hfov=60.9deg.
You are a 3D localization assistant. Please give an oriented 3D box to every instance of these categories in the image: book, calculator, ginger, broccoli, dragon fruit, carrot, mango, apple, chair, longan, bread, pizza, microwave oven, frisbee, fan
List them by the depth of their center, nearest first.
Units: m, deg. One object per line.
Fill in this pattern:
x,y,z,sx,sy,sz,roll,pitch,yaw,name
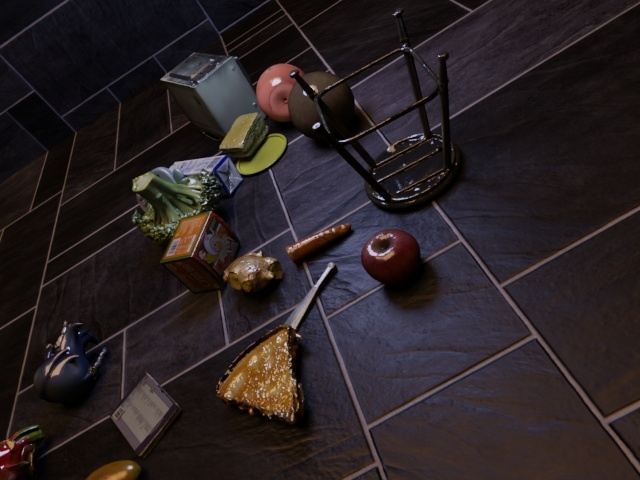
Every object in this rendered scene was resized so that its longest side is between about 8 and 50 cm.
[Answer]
-0.109,0.328,1.362,0.288,0.074,0.251,9,59,40,pizza
-0.532,0.618,1.375,0.163,0.089,0.111,-42,50,-22,mango
0.185,0.044,1.399,0.153,0.120,0.153,-20,36,15,apple
-0.034,0.174,1.508,0.057,0.023,0.282,16,63,46,fan
-0.494,0.484,1.533,0.231,0.026,0.157,22,68,47,book
0.193,-0.331,1.537,0.365,0.410,0.361,-29,40,9,chair
-0.893,0.666,1.544,0.198,0.200,0.269,-13,4,35,dragon fruit
0.000,0.000,1.635,0.210,0.061,0.061,-27,40,6,carrot
-0.203,0.098,1.646,0.157,0.102,0.216,-27,25,-34,ginger
-0.517,-0.111,1.963,0.375,0.302,0.249,-23,81,17,broccoli
0.000,-0.489,1.971,0.258,0.258,0.258,-20,41,19,longan
-0.627,-0.193,2.176,0.299,0.185,0.041,-31,11,34,calculator
-0.235,-0.343,2.179,0.236,0.017,0.236,-20,41,19,frisbee
-0.309,-0.419,2.215,0.138,0.102,0.196,0,54,40,bread
-0.465,-0.644,2.414,0.247,0.333,0.394,-43,39,-15,microwave oven

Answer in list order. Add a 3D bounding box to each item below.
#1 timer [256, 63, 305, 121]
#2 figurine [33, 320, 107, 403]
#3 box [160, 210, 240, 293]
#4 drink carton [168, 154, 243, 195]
-0.145,-0.596,2.203,0.230,0.229,0.215,-27,30,12,timer
-0.805,0.388,1.746,0.197,0.175,0.265,-2,57,29,figurine
-0.382,0.040,1.774,0.148,0.177,0.194,-12,44,28,box
-0.472,-0.247,2.162,0.315,0.130,0.106,0,43,35,drink carton
